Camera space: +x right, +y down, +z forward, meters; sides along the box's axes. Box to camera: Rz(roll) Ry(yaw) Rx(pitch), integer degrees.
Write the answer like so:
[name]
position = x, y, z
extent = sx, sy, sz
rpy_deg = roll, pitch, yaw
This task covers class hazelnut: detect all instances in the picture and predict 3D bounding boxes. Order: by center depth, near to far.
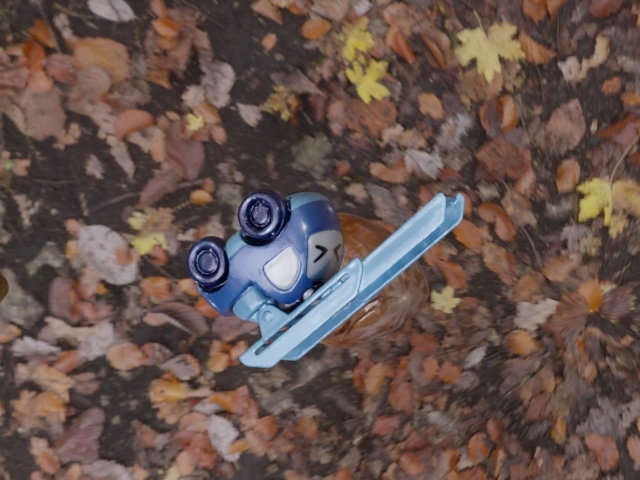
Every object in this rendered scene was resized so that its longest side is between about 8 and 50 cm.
[hazelnut]
position = 0.038, 0.042, 1.117
extent = 0.143, 0.154, 0.143
rpy_deg = -6, 81, 43

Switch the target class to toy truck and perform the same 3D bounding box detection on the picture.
[toy truck]
position = 0.000, 0.000, 0.544
extent = 0.136, 0.063, 0.074
rpy_deg = -43, 74, 23

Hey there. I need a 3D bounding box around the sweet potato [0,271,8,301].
[sweet potato]
position = -0.345, 0.041, 0.943
extent = 0.054, 0.182, 0.053
rpy_deg = -51, 54, 13
